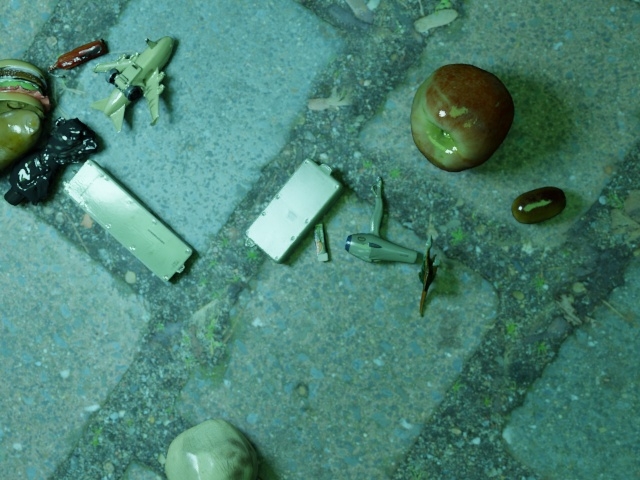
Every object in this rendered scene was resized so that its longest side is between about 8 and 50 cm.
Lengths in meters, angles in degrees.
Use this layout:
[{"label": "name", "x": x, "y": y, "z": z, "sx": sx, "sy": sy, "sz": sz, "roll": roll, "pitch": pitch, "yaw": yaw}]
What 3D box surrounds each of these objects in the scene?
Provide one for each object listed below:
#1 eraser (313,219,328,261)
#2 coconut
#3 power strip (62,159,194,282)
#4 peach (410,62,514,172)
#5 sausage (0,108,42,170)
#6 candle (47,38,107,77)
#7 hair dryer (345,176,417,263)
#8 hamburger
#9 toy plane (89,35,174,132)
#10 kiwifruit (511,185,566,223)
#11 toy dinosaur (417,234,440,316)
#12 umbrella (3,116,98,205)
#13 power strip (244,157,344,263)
[{"label": "eraser", "x": 0.000, "y": 0.000, "z": 1.911, "sx": 0.027, "sy": 0.019, "sz": 0.099, "roll": -9, "pitch": 88, "yaw": 7}, {"label": "coconut", "x": -0.240, "y": 0.526, "z": 1.839, "sx": 0.224, "sy": 0.224, "sz": 0.224, "roll": 0, "pitch": 88, "yaw": 8}, {"label": "power strip", "x": -0.464, "y": -0.052, "z": 1.940, "sx": 0.367, "sy": 0.043, "sz": 0.106, "roll": 42, "pitch": 93, "yaw": -2}, {"label": "peach", "x": 0.315, "y": -0.282, "z": 1.789, "sx": 0.232, "sy": 0.257, "sz": 0.232, "roll": 20, "pitch": 133, "yaw": 23}, {"label": "sausage", "x": -0.867, "y": -0.178, "z": 1.957, "sx": 0.500, "sy": 0.123, "sz": 0.136, "roll": -32, "pitch": 49, "yaw": 15}, {"label": "candle", "x": -0.601, "y": -0.449, "z": 1.999, "sx": 0.162, "sy": 0.048, "sz": 0.053, "roll": -21, "pitch": 51, "yaw": 7}, {"label": "hair dryer", "x": 0.165, "y": -0.030, "z": 1.886, "sx": 0.167, "sy": 0.067, "sz": 0.199, "roll": 26, "pitch": 77, "yaw": -1}, {"label": "hamburger", "x": -0.739, "y": -0.364, "z": 1.958, "sx": 0.175, "sy": 0.175, "sz": 0.137, "roll": -6, "pitch": 71, "yaw": 7}, {"label": "toy plane", "x": -0.444, "y": -0.391, "z": 1.948, "sx": 0.242, "sy": 0.104, "sz": 0.256, "roll": 40, "pitch": 100, "yaw": 22}, {"label": "kiwifruit", "x": 0.491, "y": -0.079, "z": 1.822, "sx": 0.124, "sy": 0.075, "sz": 0.075, "roll": -20, "pitch": 86, "yaw": 2}, {"label": "toy dinosaur", "x": 0.241, "y": 0.083, "z": 1.833, "sx": 0.044, "sy": 0.106, "sz": 0.187, "roll": 15, "pitch": 90, "yaw": 8}, {"label": "umbrella", "x": -0.665, "y": -0.189, "z": 1.966, "sx": 0.272, "sy": 0.110, "sz": 0.122, "roll": -42, "pitch": 92, "yaw": 8}, {"label": "power strip", "x": -0.063, "y": -0.068, "z": 1.903, "sx": 0.118, "sy": 0.046, "sz": 0.270, "roll": 41, "pitch": 94, "yaw": 13}]
